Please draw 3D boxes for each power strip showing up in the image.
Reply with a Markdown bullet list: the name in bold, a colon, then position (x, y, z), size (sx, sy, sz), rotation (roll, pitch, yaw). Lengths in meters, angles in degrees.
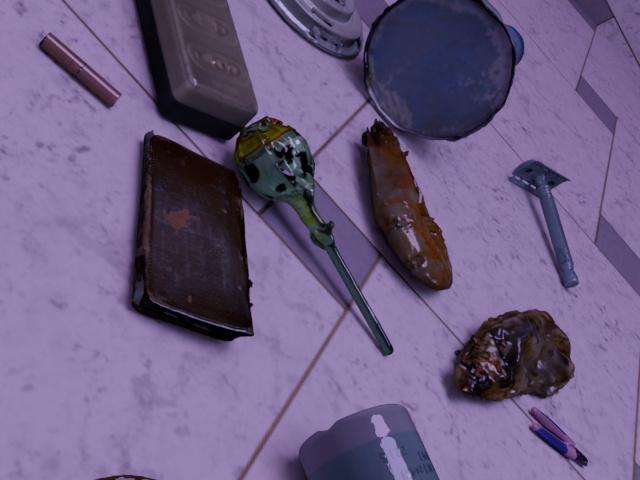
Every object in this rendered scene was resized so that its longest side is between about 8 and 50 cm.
- **power strip**: position (-0.152, -0.243, 1.086), size (0.105, 0.070, 0.257), rotation (17, 44, -44)

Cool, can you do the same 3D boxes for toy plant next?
- **toy plant**: position (0.210, -0.312, 1.505), size (0.247, 0.247, 0.332), rotation (48, 25, -6)

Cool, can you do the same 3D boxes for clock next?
- **clock**: position (-0.007, -0.390, 1.442), size (0.236, 0.053, 0.236), rotation (32, 37, -28)

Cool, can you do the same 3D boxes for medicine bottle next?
- **medicine bottle**: position (0.093, 0.318, 0.783), size (0.110, 0.110, 0.352), rotation (6, 53, -50)

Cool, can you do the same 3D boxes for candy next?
- **candy**: position (0.000, 0.000, 1.043), size (0.305, 0.083, 0.091), rotation (60, 30, -1)

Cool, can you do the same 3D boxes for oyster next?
- **oyster**: position (0.267, 0.155, 1.223), size (0.345, 0.078, 0.129), rotation (-5, 70, -57)

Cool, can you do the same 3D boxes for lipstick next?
- **lipstick**: position (-0.244, -0.174, 0.942), size (0.094, 0.019, 0.019), rotation (41, 33, -16)

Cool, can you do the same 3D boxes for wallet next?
- **wallet**: position (-0.127, -0.005, 0.911), size (0.122, 0.031, 0.232), rotation (25, 38, -30)

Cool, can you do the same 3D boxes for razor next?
- **razor**: position (0.402, -0.024, 1.597), size (0.106, 0.068, 0.232), rotation (22, 48, -37)

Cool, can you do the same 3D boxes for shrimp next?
- **shrimp**: position (0.115, -0.056, 1.255), size (0.154, 0.062, 0.294), rotation (33, 36, -49)

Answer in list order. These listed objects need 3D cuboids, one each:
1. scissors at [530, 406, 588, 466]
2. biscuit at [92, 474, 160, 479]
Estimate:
- **scissors**: position (0.317, 0.264, 1.221), size (0.113, 0.012, 0.039), rotation (39, 34, -19)
- **biscuit**: position (-0.091, 0.333, 0.581), size (0.367, 0.063, 0.314), rotation (50, 34, -3)
